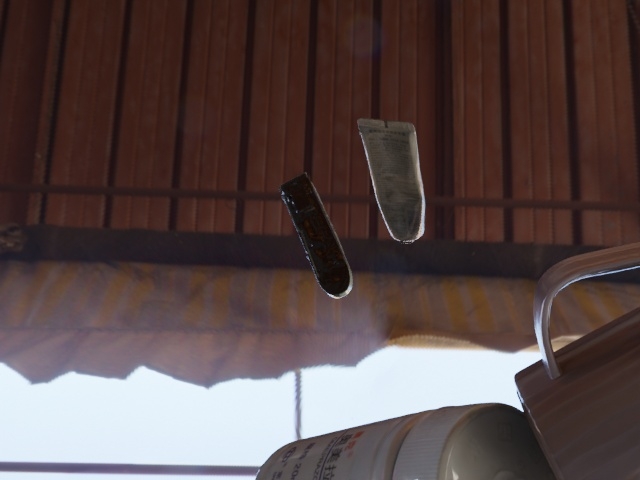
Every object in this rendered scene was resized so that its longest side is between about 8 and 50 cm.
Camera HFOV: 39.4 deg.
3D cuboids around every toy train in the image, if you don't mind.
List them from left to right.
[{"bbox_3d":[0.000,0.000,1.308,0.052,0.051,0.234,-29,-129,6],"label":"toy train"}]

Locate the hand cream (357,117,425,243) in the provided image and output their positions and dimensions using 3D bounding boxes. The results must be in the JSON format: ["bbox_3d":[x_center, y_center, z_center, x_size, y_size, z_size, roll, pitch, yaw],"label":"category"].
[{"bbox_3d":[0.077,-0.057,0.888,0.057,0.165,0.037,8,-131,23],"label":"hand cream"}]

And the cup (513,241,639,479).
[{"bbox_3d":[0.343,0.146,0.871,0.273,0.288,0.208,-28,-138,10],"label":"cup"}]

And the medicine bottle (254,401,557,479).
[{"bbox_3d":[0.086,0.292,0.984,0.190,0.332,0.189,16,-118,-34],"label":"medicine bottle"}]
